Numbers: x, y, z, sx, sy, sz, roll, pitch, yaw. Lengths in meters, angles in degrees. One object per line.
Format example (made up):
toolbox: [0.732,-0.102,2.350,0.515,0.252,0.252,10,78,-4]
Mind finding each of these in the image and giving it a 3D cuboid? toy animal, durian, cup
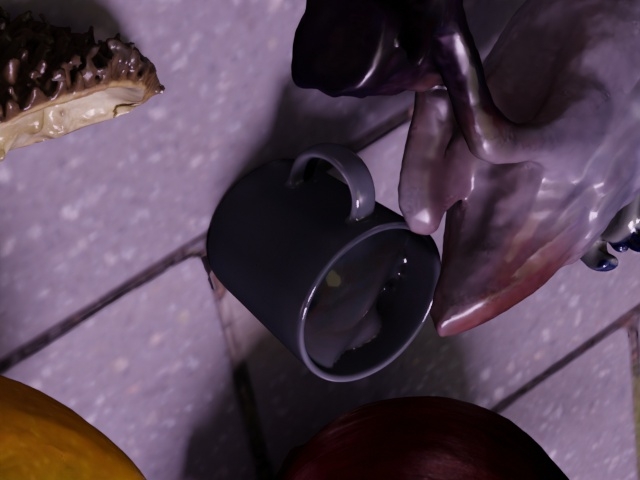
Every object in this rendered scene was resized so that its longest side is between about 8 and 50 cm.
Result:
toy animal: [0.115,-0.078,0.864,0.324,0.090,0.195,-23,122,-48]
durian: [-0.108,-0.052,0.748,0.130,0.052,0.066,-20,131,-34]
cup: [0.000,0.000,0.865,0.078,0.077,0.100,-19,129,-34]

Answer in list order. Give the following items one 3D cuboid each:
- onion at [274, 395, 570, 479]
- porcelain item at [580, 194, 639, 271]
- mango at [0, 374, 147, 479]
onion: [0.077,0.210,0.939,0.285,0.273,0.273,3,121,-4]
porcelain item: [0.179,-0.035,1.010,0.021,0.075,0.136,-3,119,-41]
mango: [-0.218,0.119,0.681,0.359,0.144,0.187,-1,144,-28]
